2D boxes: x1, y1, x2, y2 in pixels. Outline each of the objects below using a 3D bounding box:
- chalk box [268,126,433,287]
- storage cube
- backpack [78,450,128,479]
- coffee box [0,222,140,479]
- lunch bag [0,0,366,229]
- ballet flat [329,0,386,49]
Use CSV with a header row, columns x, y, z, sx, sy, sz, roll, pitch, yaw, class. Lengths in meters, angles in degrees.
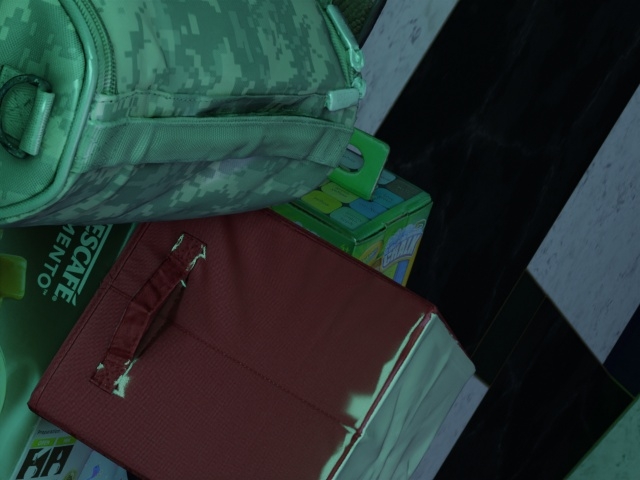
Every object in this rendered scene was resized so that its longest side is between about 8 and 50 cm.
x,y,z,sx,sy,sz,roll,pitch,yaw,class
0.000,0.000,1.525,0.132,0.132,0.213,-28,141,-51,chalk box
-0.037,0.094,1.130,0.184,0.193,0.215,-58,162,-7,storage cube
-0.212,0.171,1.322,0.152,0.115,0.182,-39,147,-34,backpack
-0.196,0.051,1.175,0.247,0.141,0.098,-63,157,9,coffee box
-0.142,-0.106,0.950,0.305,0.256,0.213,-7,124,-62,lunch bag
0.045,-0.254,1.422,0.084,0.058,0.250,-65,176,-53,ballet flat
